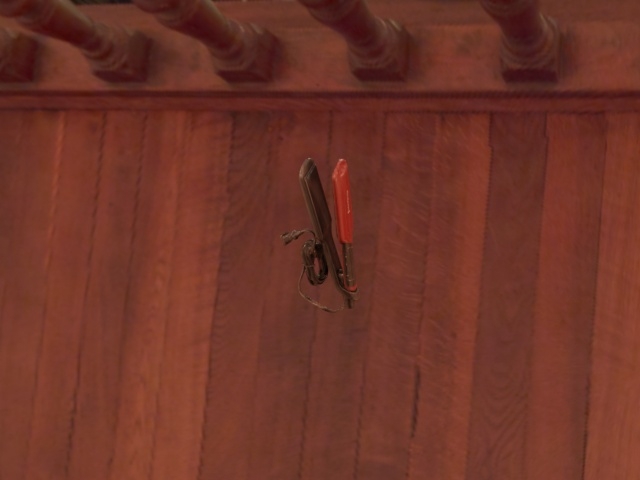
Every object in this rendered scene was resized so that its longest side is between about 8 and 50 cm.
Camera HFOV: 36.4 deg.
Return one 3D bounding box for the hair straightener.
[{"bbox_3d":[0.000,0.000,1.168,0.089,0.230,0.047,6,43,19],"label":"hair straightener"}]
